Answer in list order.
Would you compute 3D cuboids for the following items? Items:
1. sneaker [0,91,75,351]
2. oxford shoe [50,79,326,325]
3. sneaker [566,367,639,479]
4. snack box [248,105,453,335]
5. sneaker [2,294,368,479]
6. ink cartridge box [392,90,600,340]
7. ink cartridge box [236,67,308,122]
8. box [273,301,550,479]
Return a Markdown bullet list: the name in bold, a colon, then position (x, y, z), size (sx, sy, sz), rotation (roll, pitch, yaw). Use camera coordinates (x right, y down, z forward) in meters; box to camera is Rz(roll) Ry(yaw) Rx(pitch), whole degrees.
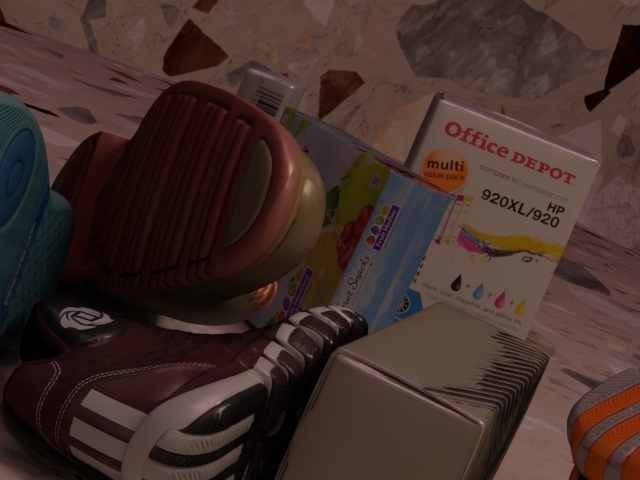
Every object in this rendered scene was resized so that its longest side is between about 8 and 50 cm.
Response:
- **sneaker**: position (-0.256, -0.025, 0.747), size (0.208, 0.127, 0.319), rotation (20, -15, 1)
- **oxford shoe**: position (-0.074, -0.011, 0.936), size (0.146, 0.140, 0.397), rotation (25, -9, -23)
- **sneaker**: position (0.263, 0.146, 0.851), size (0.321, 0.180, 0.124), rotation (-15, 28, -30)
- **snack box**: position (0.000, 0.000, 1.156), size (0.070, 0.174, 0.207), rotation (21, 8, -29)
- **sneaker**: position (-0.081, 0.068, 0.806), size (0.162, 0.106, 0.281), rotation (22, 9, 17)
- **ink cartridge box**: position (0.149, -0.012, 1.391), size (0.171, 0.233, 0.168), rotation (22, 9, 0)
- **ink cartridge box**: position (-0.064, -0.079, 1.408), size (0.066, 0.189, 0.232), rotation (25, 9, 10)
- **box**: position (0.063, 0.115, 0.858), size (0.094, 0.113, 0.275), rotation (26, 11, 13)
